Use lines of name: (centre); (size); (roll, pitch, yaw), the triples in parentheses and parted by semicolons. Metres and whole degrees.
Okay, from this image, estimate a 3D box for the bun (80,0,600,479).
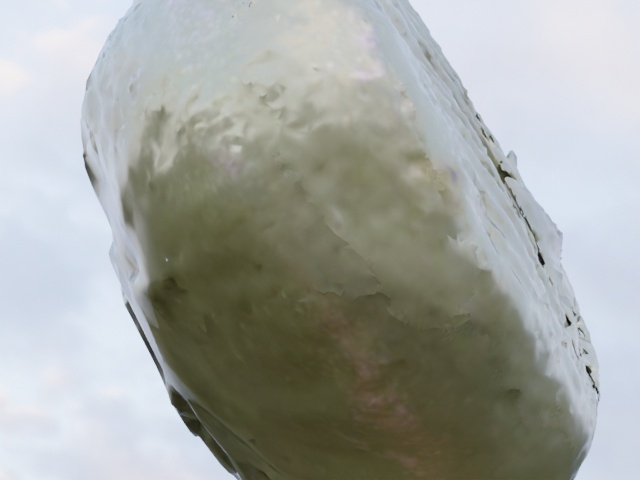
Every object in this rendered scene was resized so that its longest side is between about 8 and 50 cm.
bun: (0.002, 0.004, 0.664); (0.168, 0.273, 0.273); (-27, -38, 4)
